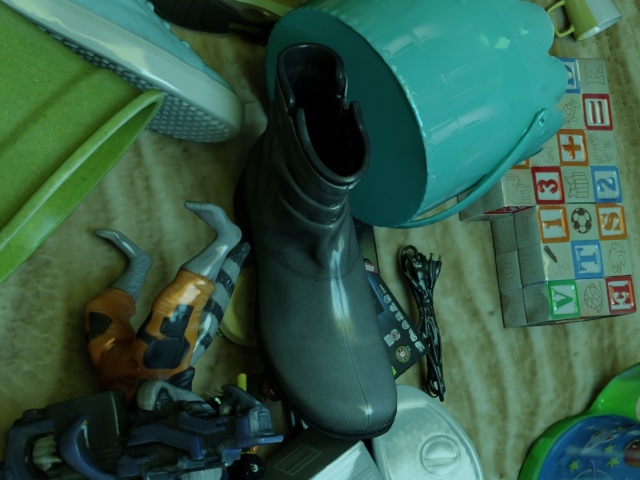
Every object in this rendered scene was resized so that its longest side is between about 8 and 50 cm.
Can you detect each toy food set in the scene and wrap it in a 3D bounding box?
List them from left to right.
[{"bbox_3d":[-0.071,0.066,1.449,0.082,0.020,0.083,15,80,-13],"label":"toy food set"}]

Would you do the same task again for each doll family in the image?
[{"bbox_3d":[-0.086,0.200,1.375,0.076,0.111,0.193,15,75,-27],"label":"doll family"}]

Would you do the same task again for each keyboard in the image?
[{"bbox_3d":[0.048,0.110,1.515,0.201,0.033,0.317,-5,84,-24],"label":"keyboard"}]

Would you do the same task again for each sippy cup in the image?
[{"bbox_3d":[0.368,0.297,1.551,0.240,0.224,0.306,-24,94,-30],"label":"sippy cup"}]

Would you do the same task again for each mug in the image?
[{"bbox_3d":[0.316,-0.280,1.721,0.078,0.062,0.064,-23,85,-37],"label":"mug"}]

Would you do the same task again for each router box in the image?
[{"bbox_3d":[0.042,0.093,1.477,0.092,0.038,0.122,-38,97,-23],"label":"router box"}]

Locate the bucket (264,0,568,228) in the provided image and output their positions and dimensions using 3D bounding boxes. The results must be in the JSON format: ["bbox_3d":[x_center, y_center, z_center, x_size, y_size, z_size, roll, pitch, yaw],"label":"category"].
[{"bbox_3d":[0.088,-0.156,1.448,0.183,0.281,0.281,-31,97,-29],"label":"bucket"}]

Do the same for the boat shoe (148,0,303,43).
[{"bbox_3d":[-0.100,-0.256,1.484,0.190,0.068,0.072,12,63,-37],"label":"boat shoe"}]

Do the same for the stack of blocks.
[{"bbox_3d":[0.248,-0.054,1.624,0.171,0.087,0.297,-3,83,-30],"label":"stack of blocks"}]

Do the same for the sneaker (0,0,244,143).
[{"bbox_3d":[-0.210,-0.231,1.369,0.366,0.135,0.150,32,70,-22],"label":"sneaker"}]

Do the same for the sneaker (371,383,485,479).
[{"bbox_3d":[0.126,0.286,1.473,0.104,0.147,0.296,-29,87,-12],"label":"sneaker"}]

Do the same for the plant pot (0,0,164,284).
[{"bbox_3d":[-0.320,-0.110,1.232,0.254,0.276,0.276,43,63,-4],"label":"plant pot"}]

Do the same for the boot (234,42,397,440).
[{"bbox_3d":[0.000,0.000,1.334,0.118,0.223,0.338,-12,61,-22],"label":"boot"}]

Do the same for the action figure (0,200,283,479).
[{"bbox_3d":[-0.119,0.139,1.265,0.178,0.341,0.330,19,72,-46],"label":"action figure"}]

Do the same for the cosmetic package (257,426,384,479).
[{"bbox_3d":[0.036,0.310,1.401,0.107,0.127,0.238,-36,105,-19],"label":"cosmetic package"}]
